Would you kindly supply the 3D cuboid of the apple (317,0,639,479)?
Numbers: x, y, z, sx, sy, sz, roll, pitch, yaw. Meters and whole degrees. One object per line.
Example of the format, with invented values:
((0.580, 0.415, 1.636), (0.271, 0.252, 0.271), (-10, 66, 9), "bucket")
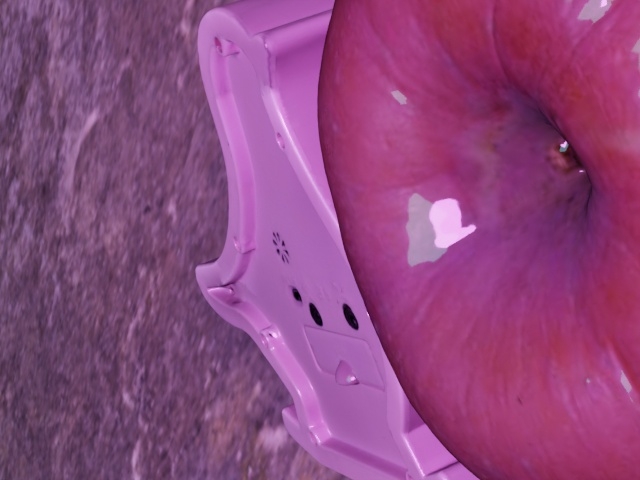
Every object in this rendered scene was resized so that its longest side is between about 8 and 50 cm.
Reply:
((0.140, -0.042, 0.520), (0.305, 0.235, 0.306), (21, 117, 50), "apple")

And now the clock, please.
((0.000, 0.000, 0.775), (0.290, 0.080, 0.275), (-4, 108, 68), "clock")
